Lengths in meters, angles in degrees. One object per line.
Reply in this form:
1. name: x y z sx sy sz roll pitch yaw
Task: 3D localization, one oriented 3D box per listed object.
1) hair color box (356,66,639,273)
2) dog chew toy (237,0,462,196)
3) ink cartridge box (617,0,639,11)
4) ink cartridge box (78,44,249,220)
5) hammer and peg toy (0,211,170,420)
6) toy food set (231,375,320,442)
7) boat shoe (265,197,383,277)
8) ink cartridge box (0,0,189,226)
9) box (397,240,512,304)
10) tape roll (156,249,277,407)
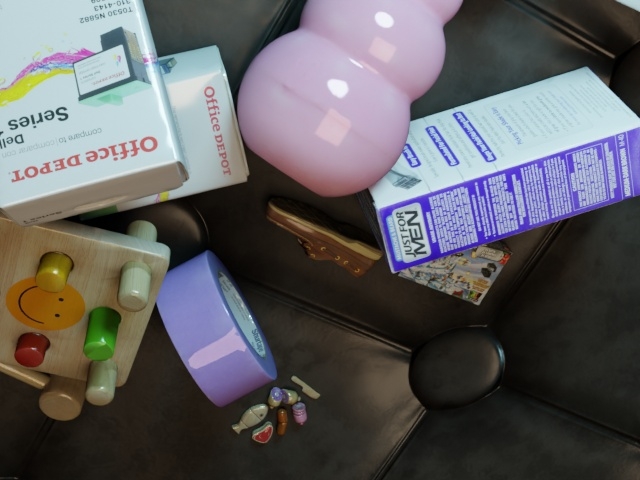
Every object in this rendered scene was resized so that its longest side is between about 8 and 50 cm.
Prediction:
1. hair color box: 0.217 -0.093 1.514 0.339 0.185 0.110 -16 122 -3
2. dog chew toy: 0.049 -0.218 1.407 0.207 0.206 0.332 32 93 -26
3. ink cartridge box: 0.399 -0.344 1.449 0.176 0.127 0.128 18 113 -22
4. ink cartridge box: -0.205 -0.130 1.452 0.212 0.093 0.154 -13 121 -2
5. hammer and peg toy: -0.355 0.106 1.481 0.266 0.127 0.361 15 132 -14
6. toy food set: -0.060 0.253 1.740 0.122 0.019 0.078 -44 118 13
7. boat shoe: 0.000 0.000 1.587 0.178 0.064 0.060 25 109 -26
8. ink cartridge box: -0.276 -0.177 1.316 0.201 0.117 0.278 -15 83 -4
9. box: 0.183 0.026 1.664 0.137 0.027 0.094 21 114 -22
10. tape roll: -0.134 0.113 1.547 0.080 0.189 0.189 -29 121 3
